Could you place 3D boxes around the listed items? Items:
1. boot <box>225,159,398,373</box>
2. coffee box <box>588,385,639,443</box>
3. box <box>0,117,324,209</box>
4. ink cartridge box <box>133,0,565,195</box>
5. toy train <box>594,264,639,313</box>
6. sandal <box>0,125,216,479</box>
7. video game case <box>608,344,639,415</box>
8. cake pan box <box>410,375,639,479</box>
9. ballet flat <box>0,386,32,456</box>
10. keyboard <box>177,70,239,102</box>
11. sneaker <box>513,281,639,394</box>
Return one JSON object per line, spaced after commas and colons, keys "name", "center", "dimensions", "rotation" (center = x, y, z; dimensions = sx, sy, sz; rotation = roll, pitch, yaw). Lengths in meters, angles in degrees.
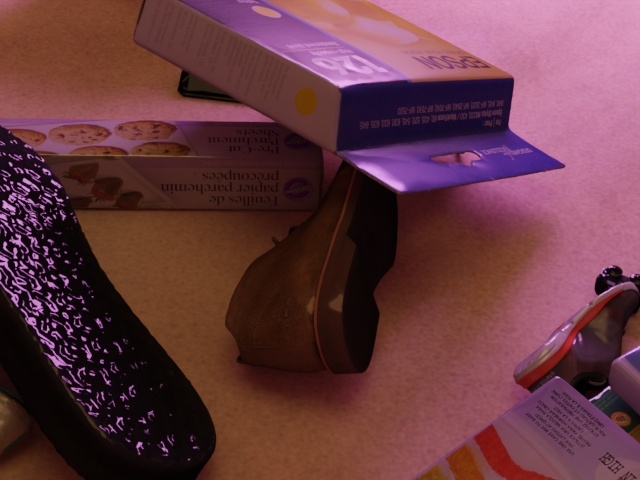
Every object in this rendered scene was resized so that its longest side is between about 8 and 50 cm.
{"name": "boot", "center": [0.000, 0.000, 1.100], "dimensions": [0.115, 0.112, 0.305], "rotation": [-7, 31, 20]}
{"name": "coffee box", "center": [0.245, 0.191, 0.924], "dimensions": [0.184, 0.040, 0.113], "rotation": [33, 49, 32]}
{"name": "box", "center": [-0.160, -0.071, 1.197], "dimensions": [0.324, 0.063, 0.067], "rotation": [1, 40, -3]}
{"name": "ink cartridge box", "center": [0.042, -0.149, 1.169], "dimensions": [0.307, 0.072, 0.304], "rotation": [30, 23, 28]}
{"name": "toy train", "center": [0.309, 0.063, 1.097], "dimensions": [0.158, 0.027, 0.036], "rotation": [22, 46, 22]}
{"name": "sandal", "center": [-0.250, 0.041, 1.005], "dimensions": [0.167, 0.107, 0.446], "rotation": [8, 37, -50]}
{"name": "video game case", "center": [0.429, 0.132, 0.923], "dimensions": [0.300, 0.036, 0.329], "rotation": [-26, 49, -22]}
{"name": "cake pan box", "center": [0.151, 0.242, 0.804], "dimensions": [0.246, 0.070, 0.267], "rotation": [-32, 50, -18]}
{"name": "ballet flat", "center": [-0.295, 0.114, 0.969], "dimensions": [0.168, 0.057, 0.052], "rotation": [21, 52, 20]}
{"name": "keyboard", "center": [-0.050, -0.178, 1.373], "dimensions": [0.192, 0.038, 0.100], "rotation": [7, 63, 3]}
{"name": "sneaker", "center": [0.220, 0.092, 1.047], "dimensions": [0.158, 0.061, 0.065], "rotation": [-35, 79, -36]}
